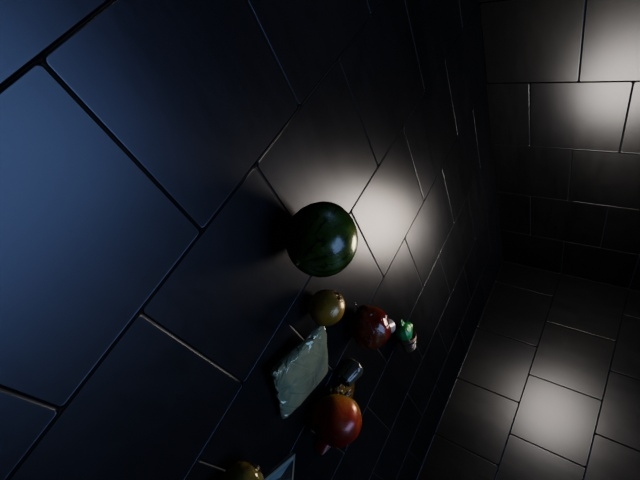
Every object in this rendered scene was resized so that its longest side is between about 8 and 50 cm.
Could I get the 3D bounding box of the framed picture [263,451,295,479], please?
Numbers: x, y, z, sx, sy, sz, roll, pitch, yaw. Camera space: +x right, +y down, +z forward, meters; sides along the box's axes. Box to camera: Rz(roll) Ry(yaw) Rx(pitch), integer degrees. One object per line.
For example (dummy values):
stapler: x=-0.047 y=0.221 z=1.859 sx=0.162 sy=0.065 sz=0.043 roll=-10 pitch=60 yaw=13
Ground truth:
framed picture: x=-0.173 y=0.937 z=1.596 sx=0.203 sy=0.015 sz=0.150 roll=-13 pitch=113 yaw=-51

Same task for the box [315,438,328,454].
box: x=0.077 y=0.846 z=1.847 sx=0.229 sy=0.050 sz=0.122 roll=-16 pitch=134 yaw=-51

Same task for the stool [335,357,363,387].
stool: x=0.126 y=0.582 z=1.812 sx=0.110 sy=0.096 sz=0.096 roll=-41 pitch=132 yaw=-33

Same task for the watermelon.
watermelon: x=0.003 y=-0.003 z=1.315 sx=0.242 sy=0.242 sz=0.242 roll=-23 pitch=120 yaw=-48

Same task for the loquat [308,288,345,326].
loquat: x=0.023 y=0.245 z=1.512 sx=0.141 sy=0.141 sz=0.141 roll=-23 pitch=120 yaw=-48

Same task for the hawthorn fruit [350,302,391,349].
hawthorn fruit: x=0.203 y=0.361 z=1.788 sx=0.181 sy=0.181 sz=0.235 roll=-48 pitch=116 yaw=-33

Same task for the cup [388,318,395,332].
cup: x=0.305 y=0.444 z=2.037 sx=0.116 sy=0.074 sz=0.104 roll=-9 pitch=137 yaw=-49

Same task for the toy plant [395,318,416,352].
toy plant: x=0.470 y=0.508 z=2.250 sx=0.143 sy=0.105 sz=0.200 roll=-36 pitch=118 yaw=-52

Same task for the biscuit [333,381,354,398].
biscuit: x=0.097 y=0.708 z=1.872 sx=0.188 sy=0.027 sz=0.187 roll=-21 pitch=117 yaw=-49

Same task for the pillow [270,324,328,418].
pillow: x=-0.072 y=0.480 z=1.523 sx=0.274 sy=0.076 sz=0.280 roll=-38 pitch=136 yaw=-37

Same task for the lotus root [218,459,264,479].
lotus root: x=-0.288 y=0.836 z=1.300 sx=0.278 sy=0.154 sz=0.154 roll=-47 pitch=136 yaw=-27

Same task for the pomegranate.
pomegranate: x=0.071 y=0.724 z=1.695 sx=0.210 sy=0.210 sz=0.235 roll=56 pitch=35 yaw=-46
